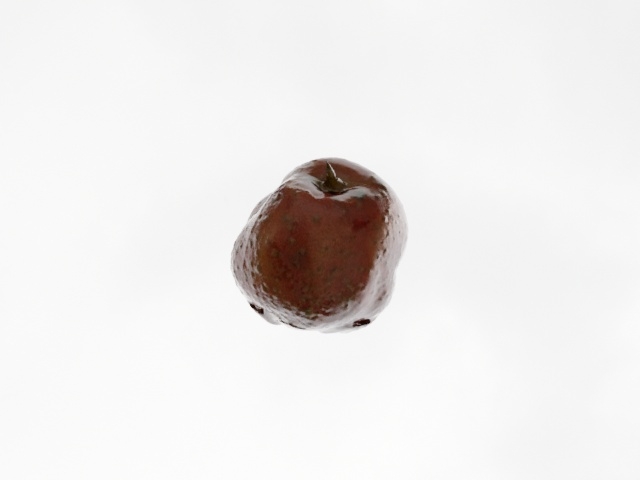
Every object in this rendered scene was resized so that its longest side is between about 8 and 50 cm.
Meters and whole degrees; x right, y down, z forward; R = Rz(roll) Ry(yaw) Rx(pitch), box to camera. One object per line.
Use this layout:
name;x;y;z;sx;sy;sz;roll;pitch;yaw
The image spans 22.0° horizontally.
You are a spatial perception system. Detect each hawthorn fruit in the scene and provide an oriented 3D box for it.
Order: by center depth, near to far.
hawthorn fruit;0.000;0.000;0.799;0.093;0.093;0.093;0;-106;0
